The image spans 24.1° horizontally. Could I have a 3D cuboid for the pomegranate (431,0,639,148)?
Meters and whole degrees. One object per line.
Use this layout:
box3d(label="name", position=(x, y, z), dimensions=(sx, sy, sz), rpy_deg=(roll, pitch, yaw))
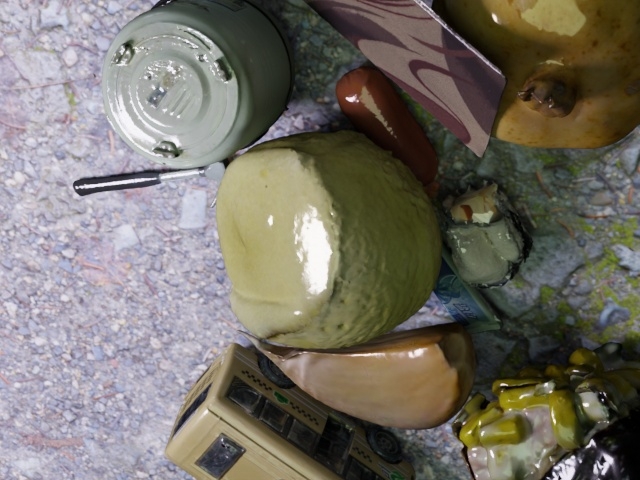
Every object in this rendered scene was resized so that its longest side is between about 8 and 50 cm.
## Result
box3d(label="pomegranate", position=(0.283, -0.250, 1.778), dimensions=(0.342, 0.342, 0.342), rpy_deg=(6, 120, 10))

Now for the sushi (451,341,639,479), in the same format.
box3d(label="sushi", position=(0.377, 0.293, 2.113), dimensions=(0.285, 0.328, 0.328), rpy_deg=(57, 132, 18))

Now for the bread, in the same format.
box3d(label="bread", position=(0.008, -0.003, 2.025), dimensions=(0.320, 0.237, 0.320), rpy_deg=(16, 113, 43))

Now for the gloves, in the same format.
box3d(label="gloves", position=(0.232, -0.005, 2.084), dimensions=(0.114, 0.070, 0.153), rpy_deg=(-20, 113, 7))

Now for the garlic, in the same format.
box3d(label="garlic", position=(0.071, 0.171, 2.171), dimensions=(0.338, 0.151, 0.196), rpy_deg=(3, 149, 28))

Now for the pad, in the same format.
box3d(label="pad", position=(0.084, -0.247, 1.774), dimensions=(0.330, 0.004, 0.220), rpy_deg=(43, 163, 14))

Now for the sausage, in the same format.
box3d(label="sausage", position=(0.092, -0.151, 2.034), dimensions=(0.077, 0.077, 0.194), rpy_deg=(-28, 110, 26))

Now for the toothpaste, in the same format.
box3d(label="toothpaste", position=(0.164, 0.032, 2.140), dimensions=(0.069, 0.047, 0.268), rpy_deg=(-31, 111, 15))

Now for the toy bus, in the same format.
box3d(label="toy bus", position=(-0.044, 0.337, 2.271), dimensions=(0.365, 0.202, 0.177), rpy_deg=(35, 120, -8))

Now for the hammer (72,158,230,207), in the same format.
box3d(label="hammer", position=(-0.245, -0.085, 2.181), dimensions=(0.246, 0.029, 0.103), rpy_deg=(-9, 116, 20))

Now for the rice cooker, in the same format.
box3d(label="rice cooker", position=(-0.158, -0.214, 1.957), dimensions=(0.226, 0.244, 0.226), rpy_deg=(7, 110, 19))
